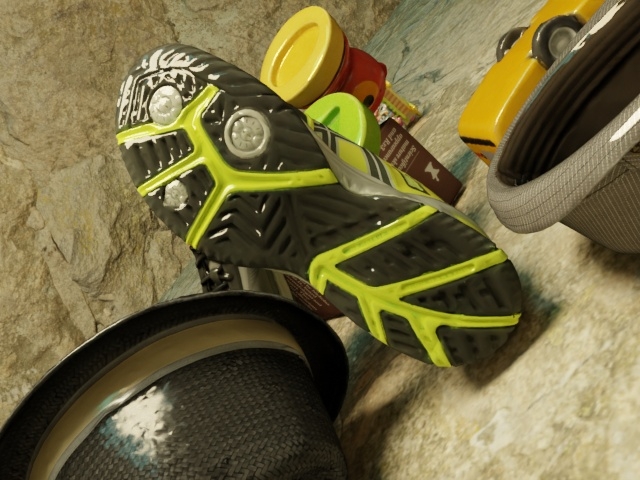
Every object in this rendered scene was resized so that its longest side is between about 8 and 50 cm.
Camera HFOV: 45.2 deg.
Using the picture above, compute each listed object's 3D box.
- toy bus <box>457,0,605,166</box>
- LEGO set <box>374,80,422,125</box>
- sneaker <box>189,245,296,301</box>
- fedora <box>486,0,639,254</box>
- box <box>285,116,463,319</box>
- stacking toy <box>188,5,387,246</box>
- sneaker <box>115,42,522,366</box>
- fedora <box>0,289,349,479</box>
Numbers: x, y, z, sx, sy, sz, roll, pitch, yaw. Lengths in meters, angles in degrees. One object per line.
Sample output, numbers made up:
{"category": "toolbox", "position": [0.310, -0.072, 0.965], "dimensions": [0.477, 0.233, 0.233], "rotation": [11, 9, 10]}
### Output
{"category": "toy bus", "position": [0.275, -0.199, 0.717], "dimensions": [0.333, 0.130, 0.108], "rotation": [-48, 12, 2]}
{"category": "LEGO set", "position": [0.100, -0.229, 1.401], "dimensions": [0.107, 0.132, 0.287], "rotation": [-53, -10, 7]}
{"category": "sneaker", "position": [-0.088, 0.019, 0.734], "dimensions": [0.100, 0.108, 0.272], "rotation": [-13, 71, 38]}
{"category": "fedora", "position": [0.242, -0.095, 0.530], "dimensions": [0.275, 0.124, 0.244], "rotation": [-53, 8, 21]}
{"category": "box", "position": [0.000, 0.000, 1.049], "dimensions": [0.191, 0.143, 0.381], "rotation": [-56, 16, -27]}
{"category": "stacking toy", "position": [-0.017, -0.075, 0.888], "dimensions": [0.309, 0.130, 0.279], "rotation": [-50, 41, 22]}
{"category": "sneaker", "position": [-0.010, -0.028, 0.662], "dimensions": [0.145, 0.384, 0.147], "rotation": [-55, -7, 11]}
{"category": "fedora", "position": [-0.095, 0.205, 0.607], "dimensions": [0.334, 0.334, 0.152], "rotation": [-48, 43, 4]}
